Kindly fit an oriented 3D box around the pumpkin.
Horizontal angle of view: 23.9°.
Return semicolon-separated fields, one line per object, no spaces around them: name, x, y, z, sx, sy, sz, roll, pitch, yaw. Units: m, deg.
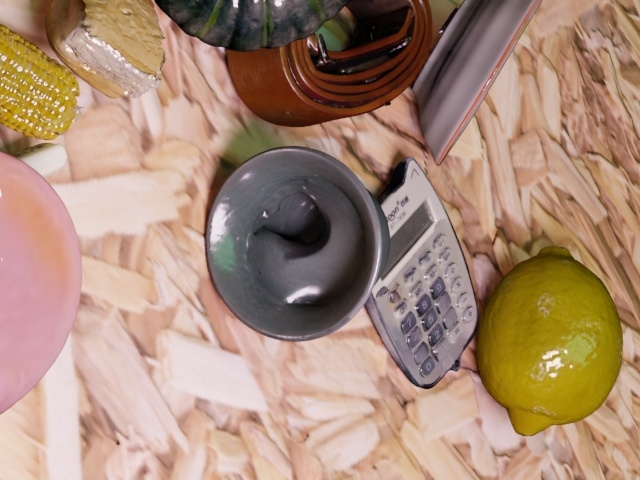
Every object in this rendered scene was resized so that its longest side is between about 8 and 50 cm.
pumpkin;-0.068;-0.308;1.461;0.250;0.216;0.250;0;90;-16

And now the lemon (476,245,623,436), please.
lemon;0.282;0.119;1.850;0.184;0.184;0.248;29;65;-41

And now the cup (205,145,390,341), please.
cup;0.000;0.000;1.587;0.150;0.199;0.199;-7;92;-65

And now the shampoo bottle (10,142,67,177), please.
shampoo bottle;-0.295;-0.052;1.358;0.141;0.049;0.034;-29;112;-40

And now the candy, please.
candy;-0.318;0.042;1.259;0.255;0.094;0.255;-11;107;-39

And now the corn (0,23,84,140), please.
corn;-0.303;-0.159;1.332;0.238;0.080;0.080;30;66;-41

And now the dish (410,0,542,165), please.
dish;0.173;-0.219;1.772;0.085;0.260;0.260;31;57;4

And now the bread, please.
bread;-0.206;-0.195;1.419;0.106;0.082;0.125;28;38;-34

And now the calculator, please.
calculator;0.114;0.048;1.780;0.177;0.040;0.268;-45;119;-38

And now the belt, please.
belt;0.015;-0.226;1.653;0.261;0.105;0.184;-24;102;-44
